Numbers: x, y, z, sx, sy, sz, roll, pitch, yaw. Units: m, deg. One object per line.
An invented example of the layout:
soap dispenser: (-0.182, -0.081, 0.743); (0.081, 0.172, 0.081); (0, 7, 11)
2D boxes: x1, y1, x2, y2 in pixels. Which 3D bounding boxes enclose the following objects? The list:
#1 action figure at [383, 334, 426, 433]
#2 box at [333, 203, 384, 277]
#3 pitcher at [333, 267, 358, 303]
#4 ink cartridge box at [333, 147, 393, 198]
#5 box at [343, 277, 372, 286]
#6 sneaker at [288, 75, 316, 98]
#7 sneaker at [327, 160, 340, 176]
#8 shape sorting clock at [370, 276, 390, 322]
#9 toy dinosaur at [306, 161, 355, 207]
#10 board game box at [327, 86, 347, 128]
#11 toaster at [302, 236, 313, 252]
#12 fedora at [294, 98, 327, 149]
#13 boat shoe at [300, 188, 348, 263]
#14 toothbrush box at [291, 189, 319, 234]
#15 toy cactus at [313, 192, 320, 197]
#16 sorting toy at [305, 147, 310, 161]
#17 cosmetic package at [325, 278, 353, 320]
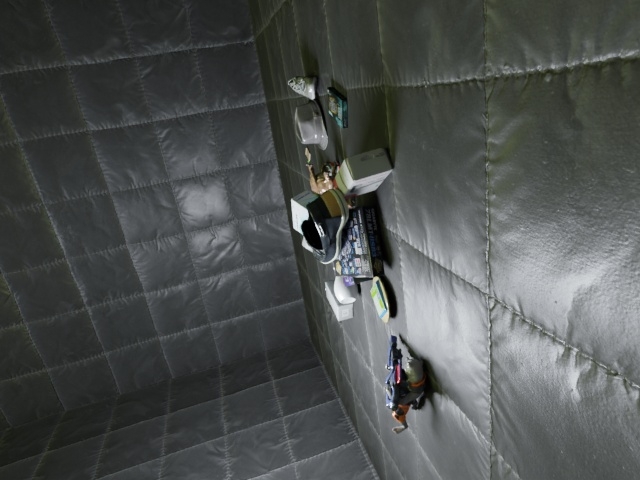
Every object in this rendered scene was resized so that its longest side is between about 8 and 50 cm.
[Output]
action figure: (0.343, 0.562, 1.628); (0.341, 0.178, 0.330); (-77, -4, -46)
box: (0.143, 0.010, 1.741); (0.293, 0.073, 0.296); (-9, 90, 61)
pitcher: (0.140, 0.213, 2.143); (0.178, 0.125, 0.207); (125, 144, -54)
ink cartridge box: (0.149, -0.237, 1.468); (0.218, 0.158, 0.092); (121, 130, -74)
box: (0.151, 0.082, 1.962); (0.184, 0.103, 0.261); (140, 116, -74)
sneaker: (-0.093, -0.770, 2.030); (0.281, 0.115, 0.105); (-130, 43, -64)
sneaker: (0.058, -0.311, 1.994); (0.057, 0.075, 0.161); (-124, 24, -58)
shape sorting clock: (0.266, 0.254, 1.761); (0.206, 0.040, 0.206); (165, 90, -82)
toy dinosaur: (0.020, -0.255, 1.902); (0.295, 0.127, 0.200); (29, 128, 44)
board game box: (0.073, -0.577, 1.753); (0.186, 0.026, 0.126); (-119, 19, -49)
toaster: (0.000, 0.000, 2.373); (0.227, 0.129, 0.146); (29, 150, 13)
fedora: (-0.064, -0.601, 2.110); (0.243, 0.124, 0.276); (-179, 76, -78)
boat shoe: (-0.002, -0.035, 1.679); (0.187, 0.156, 0.500); (61, 164, 20)
toothbrush box: (-0.016, -0.104, 2.189); (0.295, 0.126, 0.216); (34, 144, 32)
toy cactus: (0.010, -0.191, 2.329); (0.180, 0.112, 0.219); (145, 119, -67)
sorting toy: (-0.077, -0.527, 2.513); (0.083, 0.012, 0.062); (99, 150, -53)
cosmetic package: (0.111, 0.355, 2.441); (0.238, 0.107, 0.127); (-114, 16, -50)
